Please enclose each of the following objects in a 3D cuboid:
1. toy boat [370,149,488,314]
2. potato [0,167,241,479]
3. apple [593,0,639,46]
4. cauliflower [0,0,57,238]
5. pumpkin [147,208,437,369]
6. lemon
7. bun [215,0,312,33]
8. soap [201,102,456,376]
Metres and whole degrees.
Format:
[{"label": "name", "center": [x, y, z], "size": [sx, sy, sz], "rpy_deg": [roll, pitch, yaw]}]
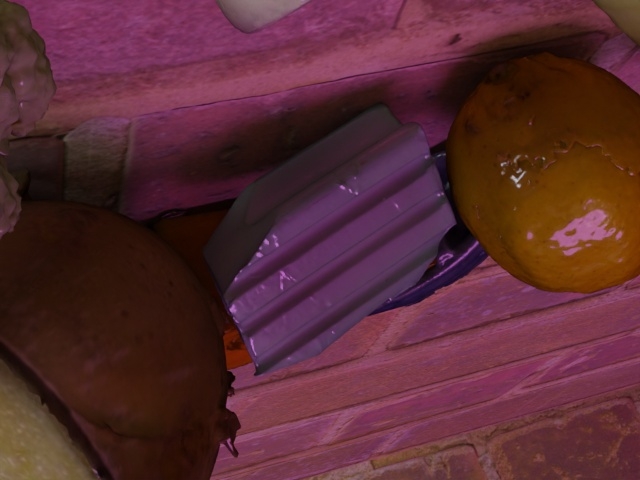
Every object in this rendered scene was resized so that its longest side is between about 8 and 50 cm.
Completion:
[{"label": "toy boat", "center": [0.065, 0.010, 1.262], "size": [0.283, 0.127, 0.078], "rpy_deg": [-31, 164, 25]}, {"label": "potato", "center": [-0.273, 0.125, 1.012], "size": [0.442, 0.385, 0.319], "rpy_deg": [-20, -162, 31]}, {"label": "apple", "center": [0.274, -0.206, 0.791], "size": [0.200, 0.200, 0.200], "rpy_deg": [-17, 161, -6]}, {"label": "cauliflower", "center": [-0.291, -0.023, 0.596], "size": [0.327, 0.260, 0.281], "rpy_deg": [-49, 153, 3]}, {"label": "pumpkin", "center": [-0.055, 0.024, 1.176], "size": [0.280, 0.139, 0.190], "rpy_deg": [-32, 157, 29]}, {"label": "lemon", "center": [0.220, -0.060, 1.087], "size": [0.204, 0.204, 0.260], "rpy_deg": [-26, 124, 19]}, {"label": "bun", "center": [-0.013, -0.190, 0.707], "size": [0.138, 0.094, 0.138], "rpy_deg": [-31, -165, 9]}, {"label": "soap", "center": [0.000, 0.000, 1.059], "size": [0.230, 0.091, 0.145], "rpy_deg": [-33, 125, -13]}]
